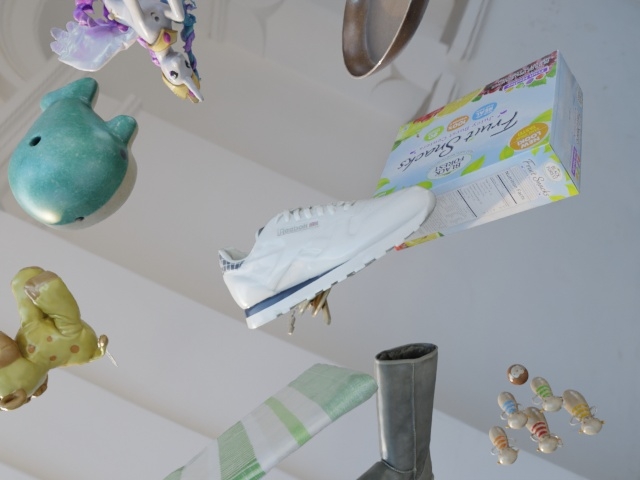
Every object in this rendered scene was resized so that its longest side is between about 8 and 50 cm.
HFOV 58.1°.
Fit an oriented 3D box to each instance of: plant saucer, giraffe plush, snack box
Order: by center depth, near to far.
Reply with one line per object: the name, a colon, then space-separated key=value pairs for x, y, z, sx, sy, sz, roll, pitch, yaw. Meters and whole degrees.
snack box: x=0.167 y=-0.093 z=0.623 sx=0.207 sy=0.070 sz=0.174 roll=-21 pitch=32 yaw=41
giraffe plush: x=-0.443 y=0.166 z=0.877 sx=0.170 sy=0.210 sz=0.181 roll=-41 pitch=3 yaw=-33
plant saucer: x=0.113 y=-0.416 z=0.944 sx=0.311 sy=0.050 sz=0.310 roll=-171 pitch=90 yaw=-70

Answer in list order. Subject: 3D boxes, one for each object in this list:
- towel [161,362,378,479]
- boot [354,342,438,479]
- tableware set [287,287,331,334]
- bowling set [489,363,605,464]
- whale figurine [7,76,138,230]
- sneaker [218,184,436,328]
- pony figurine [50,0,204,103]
towel: x=-0.100 y=0.237 z=0.578 sx=0.325 sy=0.038 sz=0.248 roll=-35 pitch=-2 yaw=-14
boot: x=0.086 y=0.251 z=0.748 sx=0.190 sy=0.076 sz=0.208 roll=-15 pitch=-66 yaw=-41
tableware set: x=0.001 y=0.057 z=0.736 sx=0.194 sy=0.039 sz=0.128 roll=150 pitch=144 yaw=-86
bowling set: x=0.526 y=0.429 z=1.451 sx=0.287 sy=0.199 sz=0.154 roll=-33 pitch=16 yaw=10
whale figurine: x=-0.386 y=-0.150 z=0.872 sx=0.141 sy=0.216 sz=0.271 roll=55 pitch=-165 yaw=-61
sneaker: x=0.000 y=0.000 z=0.566 sx=0.235 sy=0.094 sz=0.090 roll=-30 pitch=-7 yaw=19
pony figurine: x=-0.394 y=-0.471 z=1.189 sx=0.303 sy=0.351 sz=0.363 roll=-46 pitch=-23 yaw=-16
